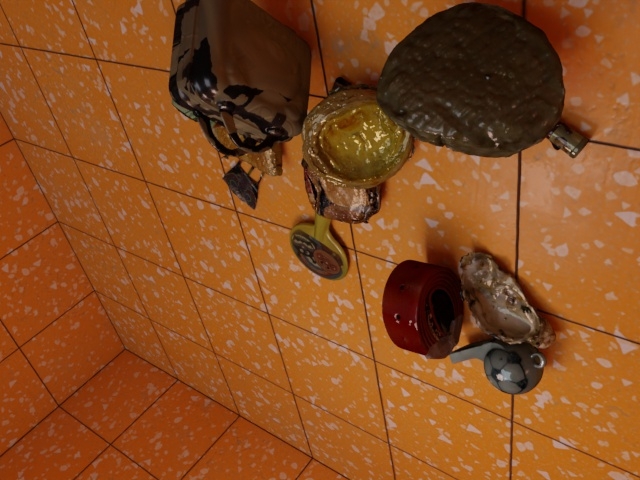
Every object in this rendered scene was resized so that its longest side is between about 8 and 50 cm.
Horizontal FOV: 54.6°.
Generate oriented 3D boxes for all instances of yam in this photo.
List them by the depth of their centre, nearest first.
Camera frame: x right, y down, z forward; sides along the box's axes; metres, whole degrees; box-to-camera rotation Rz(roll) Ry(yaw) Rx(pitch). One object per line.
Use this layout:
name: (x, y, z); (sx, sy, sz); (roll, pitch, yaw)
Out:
yam: (0.010, -0.294, 1.606); (0.045, 0.045, 0.326); (15, 146, -10)

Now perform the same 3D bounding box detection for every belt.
belt: (0.283, 0.187, 1.645); (0.115, 0.227, 0.323); (14, 153, 38)

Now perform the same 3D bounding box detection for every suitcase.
suitcase: (-0.166, -0.357, 1.400); (0.194, 0.338, 0.352); (-6, 164, 38)

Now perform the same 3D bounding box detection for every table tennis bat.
table tennis bat: (0.000, 0.000, 1.900); (0.224, 0.054, 0.368); (33, 147, 16)

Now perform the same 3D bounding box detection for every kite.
kite: (-0.232, -0.207, 1.964); (0.152, 0.015, 0.285); (44, 145, 3)

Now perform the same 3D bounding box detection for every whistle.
whistle: (0.485, 0.334, 1.644); (0.163, 0.163, 0.290); (50, 146, -5)

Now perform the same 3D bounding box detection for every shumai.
shumai: (0.297, -0.260, 1.180); (0.330, 0.291, 0.288); (31, 172, 23)

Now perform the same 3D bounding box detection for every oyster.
oyster: (0.459, 0.146, 1.557); (0.166, 0.094, 0.294); (-23, 97, 34)

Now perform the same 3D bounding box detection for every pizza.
pizza: (-0.239, -0.329, 1.805); (0.288, 0.075, 0.279); (12, 128, 38)

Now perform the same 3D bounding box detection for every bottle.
bottle: (0.468, -0.205, 1.214); (0.101, 0.047, 0.063); (39, 135, 13)

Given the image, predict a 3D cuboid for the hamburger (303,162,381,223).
hamburger: (0.062, -0.144, 1.649); (0.231, 0.107, 0.230); (24, 135, 25)

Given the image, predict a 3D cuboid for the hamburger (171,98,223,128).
hamburger: (-0.309, -0.433, 1.698); (0.235, 0.125, 0.214); (43, 114, 41)

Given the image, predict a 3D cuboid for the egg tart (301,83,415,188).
egg tart: (0.089, -0.249, 1.469); (0.279, 0.095, 0.278); (-1, 128, -1)
